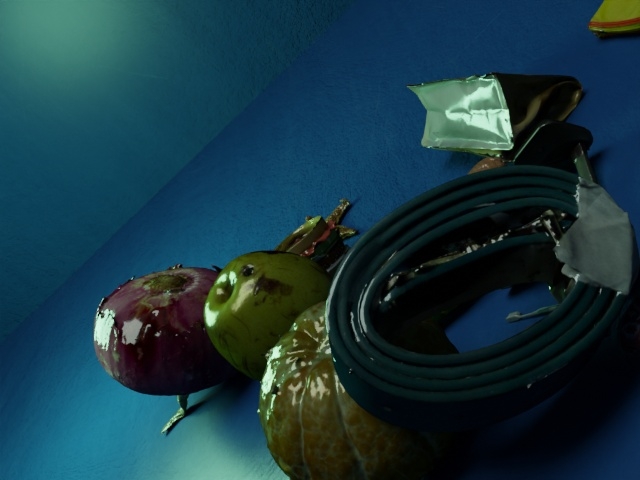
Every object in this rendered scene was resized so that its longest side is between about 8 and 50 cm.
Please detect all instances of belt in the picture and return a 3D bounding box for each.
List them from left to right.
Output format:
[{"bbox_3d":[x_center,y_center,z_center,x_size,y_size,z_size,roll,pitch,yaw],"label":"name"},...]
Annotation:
[{"bbox_3d":[0.217,0.080,1.381,0.436,0.173,0.300,-27,68,-5],"label":"belt"},{"bbox_3d":[0.469,0.057,1.387,0.053,0.071,0.232,3,58,53],"label":"belt"}]

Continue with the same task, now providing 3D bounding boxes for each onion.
[{"bbox_3d":[-0.300,0.210,2.240,0.358,0.345,0.358,-21,35,16],"label":"onion"}]

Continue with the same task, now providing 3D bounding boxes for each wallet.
[{"bbox_3d":[0.616,-0.447,1.925,0.141,0.067,0.241,-56,19,-6],"label":"wallet"}]

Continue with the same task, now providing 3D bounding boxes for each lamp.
[{"bbox_3d":[0.373,-0.050,1.700,0.203,0.124,0.283,-55,16,42],"label":"lamp"}]

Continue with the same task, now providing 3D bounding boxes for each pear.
[{"bbox_3d":[-0.089,0.141,1.975,0.283,0.283,0.283,-38,25,22],"label":"pear"}]

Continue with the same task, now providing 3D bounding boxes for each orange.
[{"bbox_3d":[0.060,0.231,1.554,0.329,0.249,0.329,-22,40,19],"label":"orange"}]

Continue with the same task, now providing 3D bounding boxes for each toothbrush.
[{"bbox_3d":[0.352,0.105,1.580,0.167,0.011,0.014,-21,30,48],"label":"toothbrush"}]

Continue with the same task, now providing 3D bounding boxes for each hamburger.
[{"bbox_3d":[-0.011,0.041,2.149,0.175,0.137,0.175,-38,9,7],"label":"hamburger"}]

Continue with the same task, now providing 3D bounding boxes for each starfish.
[{"bbox_3d":[-0.001,-0.001,2.326,0.240,0.043,0.227,-55,23,-8],"label":"starfish"}]

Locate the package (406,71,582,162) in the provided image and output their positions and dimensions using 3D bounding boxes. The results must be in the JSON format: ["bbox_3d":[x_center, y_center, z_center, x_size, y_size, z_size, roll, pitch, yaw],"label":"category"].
[{"bbox_3d":[0.333,-0.239,2.021,0.311,0.221,0.165,12,103,62],"label":"package"}]

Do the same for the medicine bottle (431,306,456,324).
[{"bbox_3d":[0.215,0.089,1.750,0.260,0.095,0.064,-53,38,12],"label":"medicine bottle"}]

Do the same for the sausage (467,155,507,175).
[{"bbox_3d":[0.262,-0.031,1.855,0.086,0.086,0.289,-6,47,58],"label":"sausage"}]

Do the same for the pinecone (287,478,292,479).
[{"bbox_3d":[-0.024,0.432,1.589,0.140,0.121,0.140,-23,39,20],"label":"pinecone"}]
